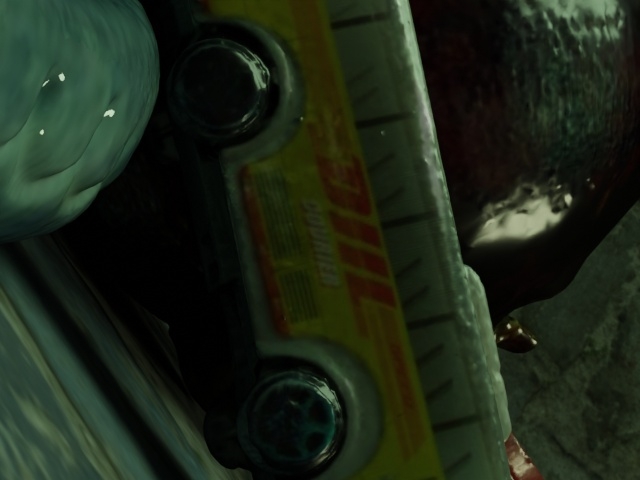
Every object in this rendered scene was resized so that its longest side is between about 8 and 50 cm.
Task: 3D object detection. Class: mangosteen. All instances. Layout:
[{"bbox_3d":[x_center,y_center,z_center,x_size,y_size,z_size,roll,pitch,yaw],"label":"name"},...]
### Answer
[{"bbox_3d":[0.025,-0.044,0.885,0.306,0.306,0.360,53,22,-86],"label":"mangosteen"}]

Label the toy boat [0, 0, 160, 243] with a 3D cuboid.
[{"bbox_3d":[-0.124,-0.111,0.578,0.215,0.123,0.330,53,1,11],"label":"toy boat"}]

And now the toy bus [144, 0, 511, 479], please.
[{"bbox_3d":[0.000,0.000,0.686,0.092,0.106,0.268,143,-64,-78],"label":"toy bus"}]

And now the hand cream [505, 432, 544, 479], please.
[{"bbox_3d":[0.050,0.124,1.206,0.193,0.125,0.193,53,-1,1],"label":"hand cream"}]
